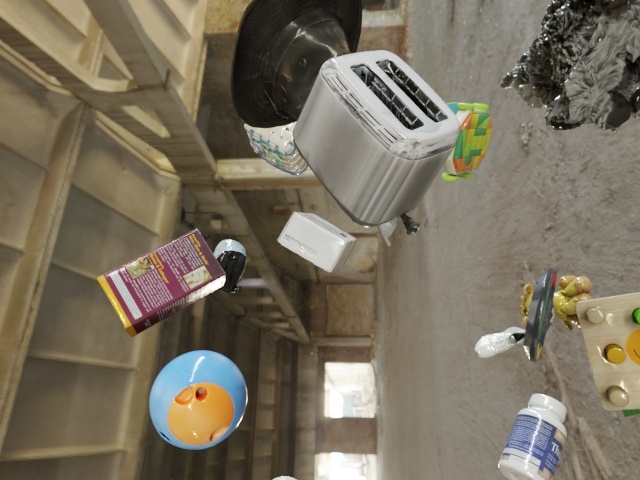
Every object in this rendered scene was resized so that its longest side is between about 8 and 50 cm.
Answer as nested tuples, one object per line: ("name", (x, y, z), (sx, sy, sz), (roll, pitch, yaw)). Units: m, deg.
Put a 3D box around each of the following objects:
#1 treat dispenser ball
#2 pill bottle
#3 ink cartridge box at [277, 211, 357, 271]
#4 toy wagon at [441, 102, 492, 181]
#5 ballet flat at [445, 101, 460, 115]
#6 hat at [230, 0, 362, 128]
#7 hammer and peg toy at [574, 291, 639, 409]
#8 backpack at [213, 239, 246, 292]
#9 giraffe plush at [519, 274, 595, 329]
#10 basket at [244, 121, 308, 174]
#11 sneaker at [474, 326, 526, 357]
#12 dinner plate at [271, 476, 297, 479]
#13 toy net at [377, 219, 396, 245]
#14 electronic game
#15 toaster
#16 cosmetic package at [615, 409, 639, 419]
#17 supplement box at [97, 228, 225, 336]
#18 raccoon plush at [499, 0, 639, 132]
("treat dispenser ball", (-0.371, 0.485, 1.365), (0.288, 0.289, 0.287), (0, -90, -86))
("pill bottle", (0.304, 0.282, 0.628), (0.120, 0.067, 0.067), (-52, -24, -27))
("ink cartridge box", (0.000, 0.000, 1.481), (0.114, 0.197, 0.273), (-61, -9, 8))
("toy wagon", (0.492, -0.339, 1.549), (0.345, 0.068, 0.266), (-17, -58, -46))
("ballet flat", (0.446, -0.464, 1.756), (0.086, 0.249, 0.086), (63, -176, -7))
("hat", (-0.008, -0.301, 0.805), (0.134, 0.332, 0.331), (51, 169, 21))
("hammer and peg toy", (0.785, 0.234, 0.964), (0.127, 0.362, 0.265), (6, -108, -63))
("backpack", (-0.343, 0.089, 1.614), (0.181, 0.152, 0.115), (-62, 32, 22))
("giraffe plush", (0.728, 0.200, 1.400), (0.210, 0.171, 0.181), (86, -177, -72))
("basket", (-0.111, -0.335, 1.469), (0.201, 0.255, 0.289), (-56, -18, 5))
("sneaker", (0.481, 0.268, 1.179), (0.061, 0.152, 0.053), (113, 134, -78))
("dinner plate", (-0.114, 0.816, 1.404), (0.017, 0.142, 0.141), (-100, 10, -85))
("toy net", (0.085, -0.101, 0.777), (0.232, 0.045, 0.122), (63, -175, -1))
("electronic game", (0.532, 0.178, 1.063), (0.229, 0.048, 0.228), (-24, -60, -52))
("toaster", (0.068, -0.125, 0.552), (0.226, 0.129, 0.146), (55, 148, 21))
("cosmetic package", (1.057, 0.388, 1.360), (0.196, 0.366, 0.155), (54, -156, -24))
("supplement box", (-0.279, 0.075, 0.800), (0.104, 0.188, 0.080), (55, 155, 12))
("raccoon plush", (0.429, -0.391, 0.733), (0.299, 0.217, 0.445), (-103, -2, -53))
